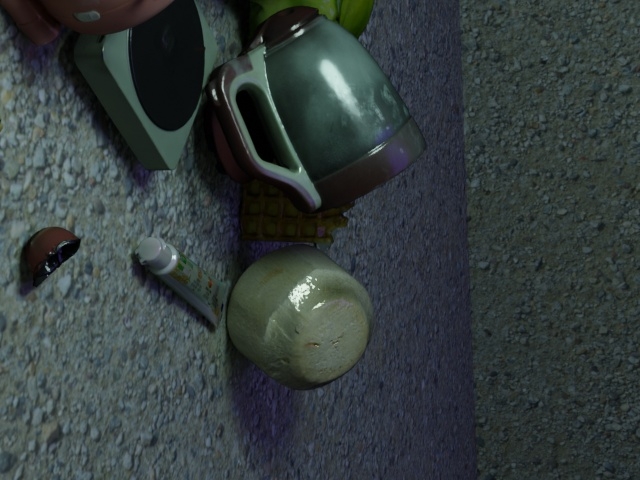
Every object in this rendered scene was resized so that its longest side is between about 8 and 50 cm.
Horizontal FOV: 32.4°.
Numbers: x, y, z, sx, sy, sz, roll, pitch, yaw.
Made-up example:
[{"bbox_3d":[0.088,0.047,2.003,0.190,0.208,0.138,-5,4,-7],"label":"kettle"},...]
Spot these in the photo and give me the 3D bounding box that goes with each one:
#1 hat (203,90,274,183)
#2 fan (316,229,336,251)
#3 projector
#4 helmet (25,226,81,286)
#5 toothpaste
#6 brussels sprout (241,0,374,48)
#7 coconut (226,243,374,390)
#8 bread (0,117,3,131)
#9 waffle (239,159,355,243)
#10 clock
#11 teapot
[{"bbox_3d":[-0.143,-0.196,1.860,0.205,0.089,0.205,-1,91,-63],"label":"hat"},{"bbox_3d":[-0.001,0.000,2.355,0.182,0.010,0.310,52,41,-58],"label":"fan"},{"bbox_3d":[-0.249,-0.272,1.587,0.259,0.079,0.257,64,35,-51],"label":"projector"},{"bbox_3d":[-0.348,0.013,1.388,0.084,0.049,0.065,-45,174,-28],"label":"helmet"},{"bbox_3d":[-0.208,0.063,1.762,0.056,0.058,0.314,52,0,26],"label":"toothpaste"},{"bbox_3d":[-0.026,-0.431,1.987,0.259,0.227,0.294,-42,155,-72],"label":"brussels sprout"},{"bbox_3d":[-0.044,0.128,1.957,0.237,0.266,0.237,-10,111,-27],"label":"coconut"},{"bbox_3d":[-0.410,-0.104,1.090,0.147,0.152,0.127,-56,142,-40],"label":"bread"},{"bbox_3d":[-0.038,-0.076,1.972,0.055,0.211,0.160,-2,93,-70],"label":"waffle"},{"bbox_3d":[-0.256,-0.365,1.342,0.142,0.241,0.227,59,38,-50],"label":"clock"},{"bbox_3d":[-0.027,-0.208,1.770,0.315,0.233,0.312,-38,102,-35],"label":"teapot"}]
